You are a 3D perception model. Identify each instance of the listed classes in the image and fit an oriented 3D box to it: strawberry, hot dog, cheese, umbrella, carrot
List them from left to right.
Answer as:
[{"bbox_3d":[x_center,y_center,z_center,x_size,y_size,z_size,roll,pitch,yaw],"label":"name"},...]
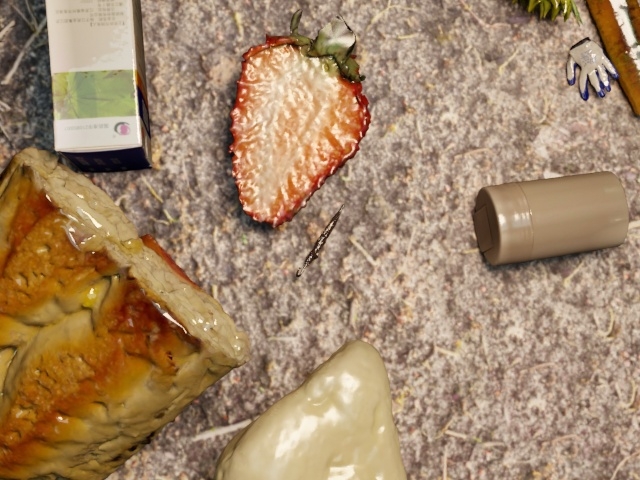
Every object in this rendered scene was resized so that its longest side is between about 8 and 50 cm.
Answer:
[{"bbox_3d":[-0.329,0.130,1.170,0.367,0.196,0.365,45,103,2],"label":"hot dog"},{"bbox_3d":[-0.030,-0.163,1.272,0.188,0.106,0.286,22,98,1],"label":"strawberry"},{"bbox_3d":[-0.015,0.255,1.212,0.247,0.173,0.251,-1,88,-14],"label":"cheese"},{"bbox_3d":[0.001,0.001,1.306,0.013,0.022,0.122,28,73,22],"label":"umbrella"},{"bbox_3d":[0.426,-0.299,1.333,0.070,0.070,0.260,-21,90,-6],"label":"carrot"}]

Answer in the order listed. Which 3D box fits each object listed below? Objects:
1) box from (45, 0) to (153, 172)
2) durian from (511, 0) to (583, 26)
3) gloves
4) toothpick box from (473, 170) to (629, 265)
[{"bbox_3d":[-0.278,-0.247,1.200,0.106,0.200,0.300,-5,88,-6],"label":"box"},{"bbox_3d":[0.266,-0.461,1.285,0.169,0.157,0.356,-17,89,-22],"label":"durian"},{"bbox_3d":[0.378,-0.239,1.338,0.064,0.026,0.086,-33,86,28],"label":"gloves"},{"bbox_3d":[0.309,-0.031,1.286,0.180,0.111,0.111,-8,88,-6],"label":"toothpick box"}]
